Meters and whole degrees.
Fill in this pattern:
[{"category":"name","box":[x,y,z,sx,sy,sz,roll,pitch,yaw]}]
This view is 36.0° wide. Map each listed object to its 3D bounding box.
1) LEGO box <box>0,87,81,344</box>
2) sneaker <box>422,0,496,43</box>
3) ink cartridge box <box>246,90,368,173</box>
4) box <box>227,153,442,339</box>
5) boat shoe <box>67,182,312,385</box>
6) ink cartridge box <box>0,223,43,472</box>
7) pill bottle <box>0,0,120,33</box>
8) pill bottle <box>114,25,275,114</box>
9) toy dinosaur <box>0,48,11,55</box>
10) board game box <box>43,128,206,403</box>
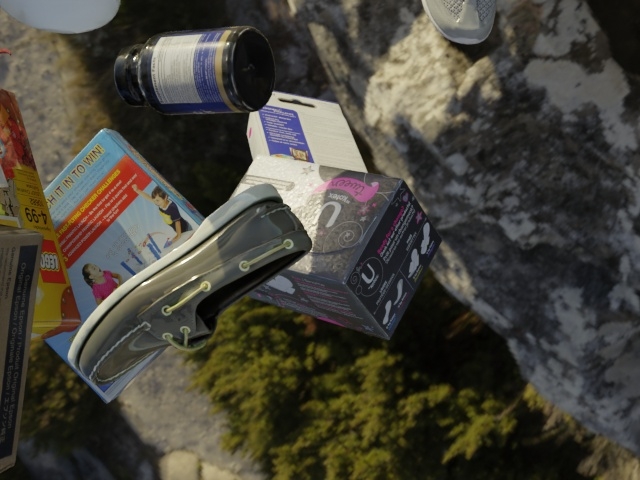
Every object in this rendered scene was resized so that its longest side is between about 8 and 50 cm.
[{"category":"LEGO box","box":[-0.543,-0.036,1.218,0.193,0.500,0.372,-20,82,12]},{"category":"sneaker","box":[0.183,-0.396,1.268,0.105,0.115,0.281,-4,90,-6]},{"category":"ink cartridge box","box":[-0.023,-0.140,1.644,0.175,0.371,0.069,8,124,-17]},{"category":"box","box":[0.000,0.000,1.269,0.247,0.163,0.142,14,155,38]},{"category":"boat shoe","box":[-0.145,0.065,1.092,0.305,0.109,0.091,-40,71,2]},{"category":"ink cartridge box","box":[-0.346,0.069,0.772,0.234,0.088,0.193,11,96,20]},{"category":"pill bottle","box":[-0.257,-0.371,1.012,0.169,0.169,0.301,-25,55,40]},{"category":"pill bottle","box":[-0.187,-0.245,1.435,0.219,0.123,0.123,2,115,29]},{"category":"toy dinosaur","box":[-0.603,-0.321,1.717,0.090,0.082,0.047,-12,107,39]},{"category":"board game box","box":[-0.326,0.039,1.550,0.302,0.086,0.308,45,96,2]}]
